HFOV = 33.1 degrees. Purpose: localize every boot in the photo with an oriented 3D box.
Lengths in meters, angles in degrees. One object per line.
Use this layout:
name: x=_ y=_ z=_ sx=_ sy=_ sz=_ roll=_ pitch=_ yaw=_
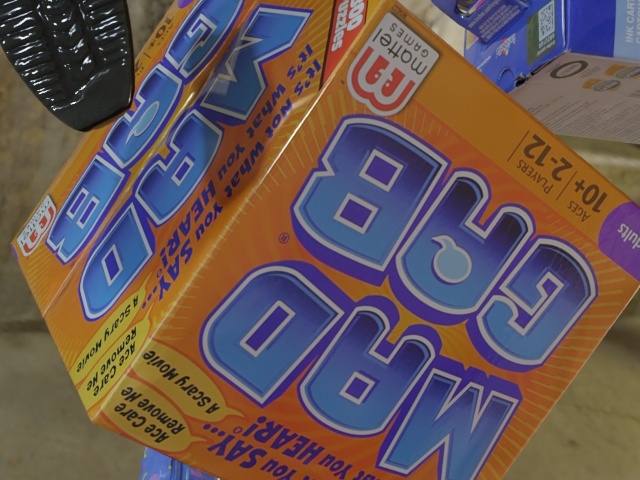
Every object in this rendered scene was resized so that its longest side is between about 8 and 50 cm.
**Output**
boot: x=-0.153 y=-0.153 z=0.667 sx=0.077 sy=0.198 sz=0.137 roll=-23 pitch=-7 yaw=3

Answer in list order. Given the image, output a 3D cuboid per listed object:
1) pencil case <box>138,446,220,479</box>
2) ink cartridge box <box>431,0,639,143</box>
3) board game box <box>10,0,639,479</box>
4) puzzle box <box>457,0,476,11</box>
pencil case: x=-0.169 y=0.285 z=1.328 sx=0.119 sy=0.133 sz=0.306 roll=7 pitch=34 yaw=-5
ink cartridge box: x=0.319 y=-0.207 z=1.126 sx=0.395 sy=0.151 sz=0.270 roll=3 pitch=-10 yaw=-13
board game box: x=0.000 y=0.000 z=0.957 sx=0.356 sy=0.356 sz=0.356 roll=33 pitch=4 yaw=-32
puzzle box: x=0.260 y=-0.326 z=1.178 sx=0.272 sy=0.052 sz=0.409 roll=13 pitch=-8 yaw=-27
